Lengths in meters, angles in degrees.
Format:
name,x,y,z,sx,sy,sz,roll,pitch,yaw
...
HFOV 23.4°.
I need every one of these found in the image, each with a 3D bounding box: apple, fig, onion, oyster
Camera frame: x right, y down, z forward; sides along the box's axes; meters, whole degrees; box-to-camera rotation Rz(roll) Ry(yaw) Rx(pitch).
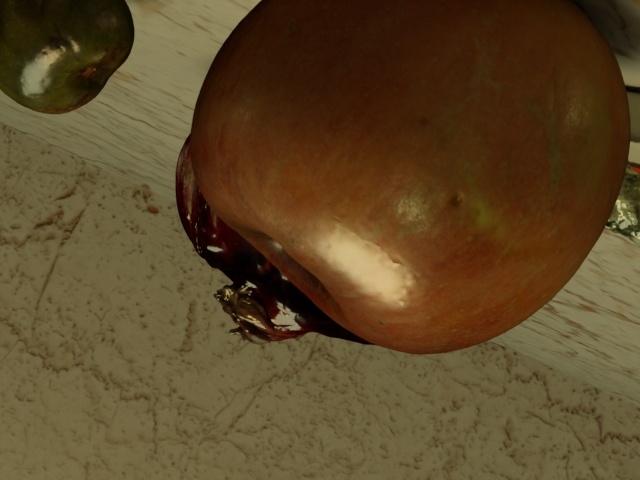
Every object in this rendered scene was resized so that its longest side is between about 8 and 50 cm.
name,x,y,z,sx,sy,sz,roll,pitch,yaw
apple,0.054,-0.064,0.909,0.253,0.253,0.253,23,174,3
fig,-0.232,-0.201,1.332,0.127,0.185,0.133,-3,143,-21
onion,0.000,0.000,1.472,0.314,0.232,0.314,24,172,3
oyster,0.193,-0.046,1.202,0.177,0.064,0.125,19,177,44

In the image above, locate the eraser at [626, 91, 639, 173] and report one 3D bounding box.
name,x,y,z,sx,sy,sz,roll,pitch,yaw
eraser,0.302,-0.030,1.027,0.230,0.038,0.157,29,172,-42
